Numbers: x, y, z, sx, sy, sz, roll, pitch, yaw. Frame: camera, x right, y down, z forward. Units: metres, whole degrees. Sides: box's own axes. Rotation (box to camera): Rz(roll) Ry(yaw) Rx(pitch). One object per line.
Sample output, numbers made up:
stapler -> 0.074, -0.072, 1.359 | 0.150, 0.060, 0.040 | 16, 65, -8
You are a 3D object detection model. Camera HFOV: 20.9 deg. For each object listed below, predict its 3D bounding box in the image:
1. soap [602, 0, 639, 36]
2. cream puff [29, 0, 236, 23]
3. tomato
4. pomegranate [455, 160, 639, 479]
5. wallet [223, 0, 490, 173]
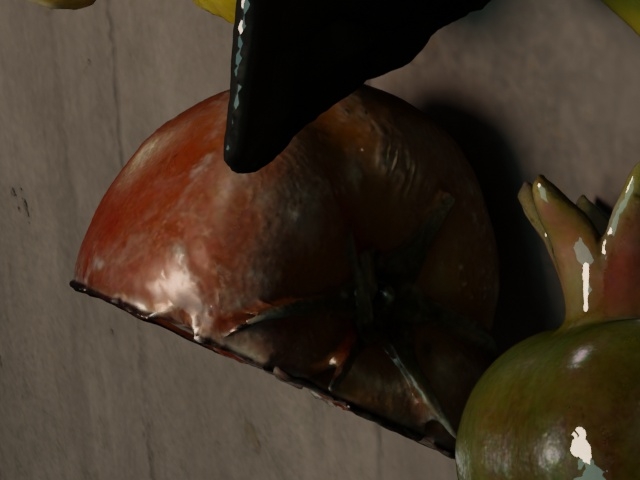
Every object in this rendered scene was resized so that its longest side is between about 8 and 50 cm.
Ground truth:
soap -> 0.143, -0.121, 0.713 | 0.168, 0.033, 0.089 | 48, 138, 28
cream puff -> -0.085, -0.230, 0.776 | 0.324, 0.257, 0.291 | 59, 148, 16
tomato -> 0.000, 0.000, 0.848 | 0.180, 0.214, 0.155 | 12, 78, 51
pomegranate -> 0.132, 0.066, 0.765 | 0.152, 0.131, 0.191 | -23, 67, 61
wallet -> 0.040, -0.173, 0.576 | 0.041, 0.323, 0.247 | 14, 111, 13
